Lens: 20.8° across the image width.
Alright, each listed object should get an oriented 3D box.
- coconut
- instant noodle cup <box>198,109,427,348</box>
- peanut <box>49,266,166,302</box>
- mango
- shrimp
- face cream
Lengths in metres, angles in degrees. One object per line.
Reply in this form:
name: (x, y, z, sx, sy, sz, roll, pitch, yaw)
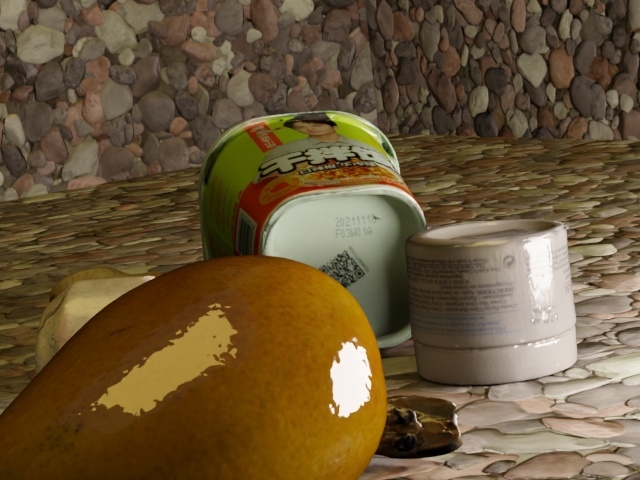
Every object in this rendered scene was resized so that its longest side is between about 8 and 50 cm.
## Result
coconut: (-0.186, 0.118, 1.734, 0.183, 0.171, 0.171, 4, 10, 5)
instant noodle cup: (0.000, 0.000, 2.119, 0.294, 0.294, 0.308, -8, 17, -9)
peanut: (-0.250, 0.082, 2.262, 0.228, 0.085, 0.104, 1, 20, 30)
mango: (-0.108, 0.146, 1.364, 0.264, 0.221, 0.378, 8, 27, 45)
shrimp: (0.038, 0.168, 1.635, 0.253, 0.058, 0.173, -2, 1, 33)
face cream: (0.182, 0.061, 1.869, 0.177, 0.153, 0.177, -5, 9, 1)
